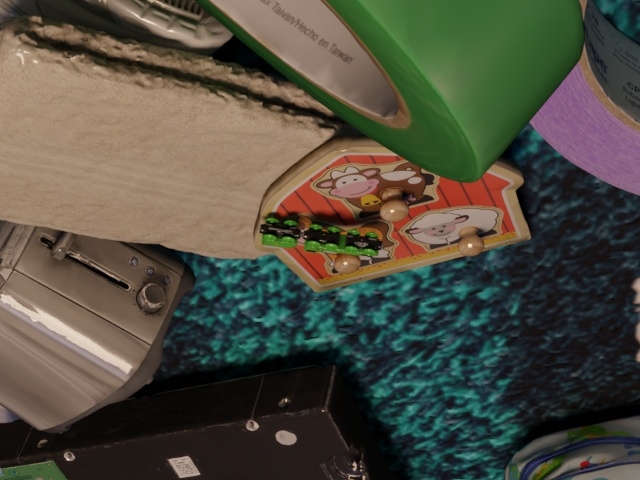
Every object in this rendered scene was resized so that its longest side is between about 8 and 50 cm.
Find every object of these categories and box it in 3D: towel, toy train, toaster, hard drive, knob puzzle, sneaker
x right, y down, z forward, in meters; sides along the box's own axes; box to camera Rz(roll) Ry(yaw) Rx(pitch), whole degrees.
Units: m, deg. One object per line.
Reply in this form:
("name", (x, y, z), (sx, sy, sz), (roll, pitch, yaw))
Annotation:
("towel", (-0.104, -0.058, 0.793), (0.282, 0.049, 0.187), (11, 148, -33))
("toy train", (0.000, 0.000, 0.814), (0.083, 0.017, 0.023), (8, 158, 0))
("toaster", (-0.212, 0.055, 0.933), (0.146, 0.129, 0.227), (36, 143, -20))
("hard drive", (-0.102, 0.234, 1.094), (0.339, 0.064, 0.236), (-14, 124, 20))
("knob puzzle", (0.044, -0.014, 0.831), (0.213, 0.030, 0.213), (-5, 154, -3))
("sneaker", (-0.175, -0.148, 0.753), (0.232, 0.090, 0.115), (25, 137, -14))

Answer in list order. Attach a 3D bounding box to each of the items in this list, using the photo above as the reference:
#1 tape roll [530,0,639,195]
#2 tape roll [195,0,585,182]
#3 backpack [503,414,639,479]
("tape roll", (0.237, -0.146, 0.681), (0.275, 0.090, 0.274), (5, 136, 5))
("tape roll", (-0.026, -0.158, 0.571), (0.321, 0.321, 0.077), (41, 88, -28))
("backpack", (0.283, 0.312, 1.050), (0.290, 0.273, 0.355), (-14, 153, 26))
